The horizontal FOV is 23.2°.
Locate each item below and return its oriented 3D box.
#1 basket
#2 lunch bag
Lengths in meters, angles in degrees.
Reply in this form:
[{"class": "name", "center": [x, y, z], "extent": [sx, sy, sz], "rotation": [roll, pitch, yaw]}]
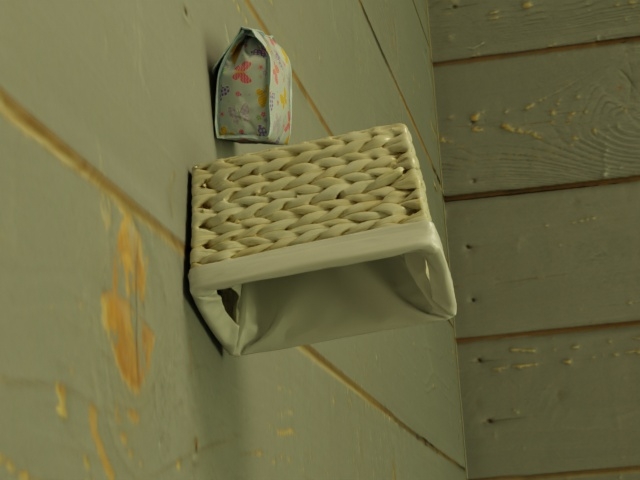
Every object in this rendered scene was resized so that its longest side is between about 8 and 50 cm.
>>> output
[{"class": "basket", "center": [0.000, 0.000, 1.059], "extent": [0.113, 0.167, 0.103], "rotation": [67, 14, -60]}, {"class": "lunch bag", "center": [-0.051, -0.114, 1.166], "extent": [0.071, 0.053, 0.083], "rotation": [-4, 98, -78]}]
